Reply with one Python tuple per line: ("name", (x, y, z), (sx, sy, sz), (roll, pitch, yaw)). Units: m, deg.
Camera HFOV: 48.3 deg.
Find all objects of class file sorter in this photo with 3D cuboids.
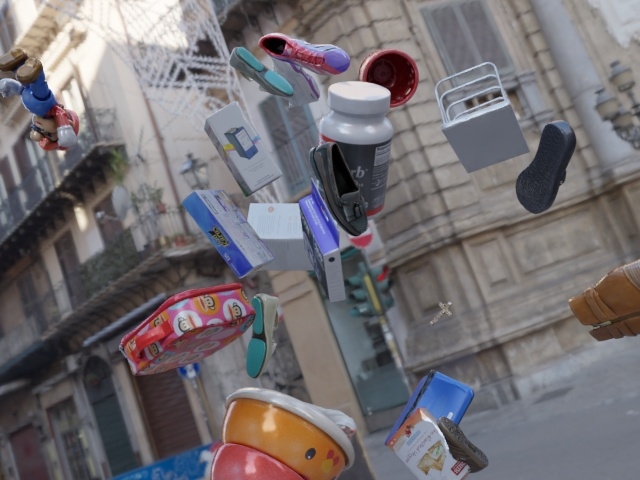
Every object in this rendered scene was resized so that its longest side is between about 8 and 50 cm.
("file sorter", (0.462, -0.354, 2.060), (0.193, 0.173, 0.278), (-19, -28, 19))

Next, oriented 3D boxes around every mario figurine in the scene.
("mario figurine", (-0.787, -0.356, 1.979), (0.170, 0.198, 0.320), (-17, -35, -4))

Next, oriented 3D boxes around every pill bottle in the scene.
("pill bottle", (0.094, -0.252, 2.029), (0.210, 0.363, 0.210), (3, 29, -2))

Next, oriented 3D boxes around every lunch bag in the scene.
("lunch bag", (-0.318, 0.212, 1.637), (0.293, 0.120, 0.258), (-38, -18, 36))

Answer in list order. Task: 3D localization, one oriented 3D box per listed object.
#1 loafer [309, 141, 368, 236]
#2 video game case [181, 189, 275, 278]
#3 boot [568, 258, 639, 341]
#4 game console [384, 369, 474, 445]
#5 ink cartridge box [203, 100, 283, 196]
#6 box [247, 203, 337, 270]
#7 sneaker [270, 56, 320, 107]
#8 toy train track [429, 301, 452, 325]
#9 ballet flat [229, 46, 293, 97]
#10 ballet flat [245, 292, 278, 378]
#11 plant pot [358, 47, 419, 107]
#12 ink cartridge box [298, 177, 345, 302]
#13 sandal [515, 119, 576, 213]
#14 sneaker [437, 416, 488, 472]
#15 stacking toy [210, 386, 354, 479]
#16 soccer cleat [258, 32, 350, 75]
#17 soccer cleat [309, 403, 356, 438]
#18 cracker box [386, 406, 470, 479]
("loafer", (0.060, -0.135, 1.889), (0.096, 0.267, 0.084), (-35, 10, -39))
("video game case", (-0.258, -0.024, 2.049), (0.061, 0.269, 0.244), (-38, -3, 12))
("boot", (0.683, 0.174, 1.495), (0.220, 0.283, 0.109), (-36, 17, 32))
("game console", (0.373, 0.616, 2.474), (0.293, 0.250, 0.173), (-56, -35, -18))
("ink cartridge box", (-0.196, -0.223, 1.771), (0.093, 0.212, 0.154), (-31, 6, -11))
("box", (-0.105, -0.015, 2.738), (0.345, 0.215, 0.168), (0, -49, 3))
("sneaker", (-0.125, -0.569, 2.482), (0.152, 0.114, 0.305), (-19, -42, 20))
("toy train track", (0.330, 0.201, 1.968), (0.083, 0.048, 0.014), (-50, -35, 12))
("ballet flat", (-0.172, -0.472, 2.062), (0.068, 0.213, 0.072), (-46, 7, 43))
("ballet flat", (-0.157, 0.272, 2.036), (0.086, 0.248, 0.086), (6, 10, -1))
("plant pot", (0.221, -0.556, 2.407), (0.191, 0.191, 0.174), (-20, 23, 1))
("ink cartridge box", (0.000, 0.000, 1.606), (0.045, 0.206, 0.208), (-14, -49, -10))
("sandal", (0.476, -0.144, 1.476), (0.054, 0.097, 0.254), (-21, -29, -19))
("sneaker", (0.382, 0.580, 2.000), (0.071, 0.188, 0.066), (-44, -1, 25))
("stacking toy", (-0.157, 0.619, 1.660), (0.350, 0.351, 0.480), (-35, 22, 55))
("soccer cleat", (-0.044, -0.489, 1.875), (0.248, 0.083, 0.095), (22, 21, 18))
("soccer cleat", (0.020, 0.540, 2.168), (0.068, 0.196, 0.076), (-56, 19, 20))
("cracker box", (0.333, 0.634, 2.127), (0.155, 0.232, 0.067), (-51, -29, 8))
